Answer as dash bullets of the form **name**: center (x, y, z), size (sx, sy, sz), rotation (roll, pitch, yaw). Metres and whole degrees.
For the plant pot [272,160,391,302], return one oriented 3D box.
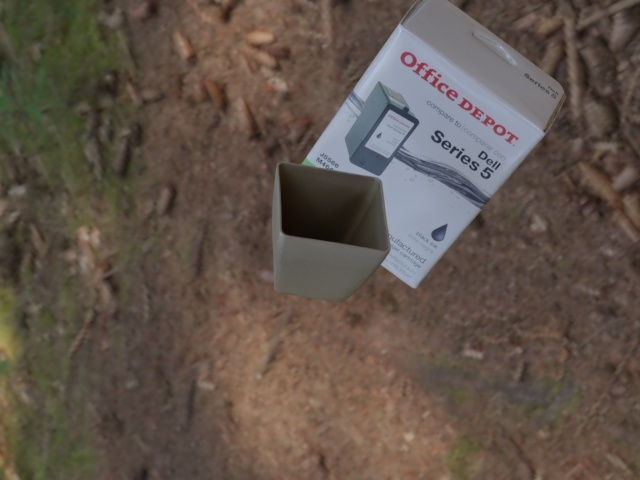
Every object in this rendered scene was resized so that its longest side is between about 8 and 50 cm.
- **plant pot**: center (0.000, 0.000, 1.216), size (0.109, 0.109, 0.096), rotation (-95, 18, -47)

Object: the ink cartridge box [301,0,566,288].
- **ink cartridge box**: center (0.115, -0.111, 1.399), size (0.198, 0.115, 0.273), rotation (36, 128, 0)
